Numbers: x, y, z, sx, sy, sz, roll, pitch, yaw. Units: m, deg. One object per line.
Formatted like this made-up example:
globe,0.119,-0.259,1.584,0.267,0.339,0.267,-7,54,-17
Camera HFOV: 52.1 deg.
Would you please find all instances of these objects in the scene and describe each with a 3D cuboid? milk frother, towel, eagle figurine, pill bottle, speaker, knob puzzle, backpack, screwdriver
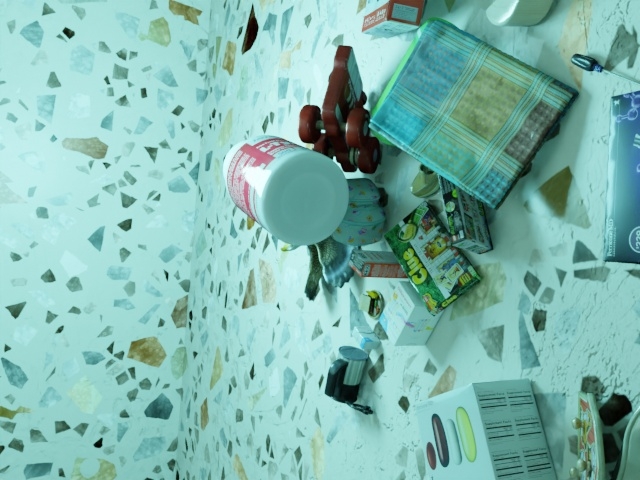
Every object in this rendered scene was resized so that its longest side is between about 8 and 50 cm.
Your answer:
milk frother,0.093,0.376,1.743,0.143,0.129,0.135,17,107,17
towel,0.287,-0.265,1.321,0.370,0.040,0.272,42,108,35
eagle figurine,-0.010,0.006,1.921,0.298,0.225,0.226,59,-169,3
pill bottle,-0.111,-0.147,1.689,0.407,0.228,0.229,34,116,60
speaker,0.226,-0.366,1.542,0.297,0.131,0.131,-59,38,41
knob puzzle,0.422,0.341,1.046,0.213,0.029,0.213,2,-90,-77
backpack,0.086,-0.076,1.720,0.188,0.165,0.144,-115,32,-43
screwdriver,0.495,-0.291,1.129,0.170,0.025,0.024,54,132,52

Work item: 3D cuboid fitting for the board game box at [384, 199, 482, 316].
board game box,0.248,0.035,1.487,0.136,0.030,0.260,-44,44,17

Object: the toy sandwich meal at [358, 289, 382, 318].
toy sandwich meal,0.134,0.169,1.742,0.085,0.029,0.086,-14,74,61

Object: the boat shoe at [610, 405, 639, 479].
boat shoe,0.501,0.330,0.966,0.112,0.095,0.335,29,109,35

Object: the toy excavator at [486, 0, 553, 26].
toy excavator,0.384,-0.703,1.253,0.445,0.222,0.433,105,153,-48

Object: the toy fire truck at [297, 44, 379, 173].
toy fire truck,0.072,-0.330,1.737,0.169,0.302,0.254,8,68,20

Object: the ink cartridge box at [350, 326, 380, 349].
ink cartridge box,0.117,0.254,1.741,0.083,0.048,0.028,52,130,52

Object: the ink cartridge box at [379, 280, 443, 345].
ink cartridge box,0.215,0.163,1.524,0.092,0.089,0.143,60,137,47

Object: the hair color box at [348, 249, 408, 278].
hair color box,0.148,0.058,1.610,0.072,0.141,0.043,47,127,55

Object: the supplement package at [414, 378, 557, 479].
supplement package,0.309,0.389,1.253,0.194,0.149,0.203,-42,51,53

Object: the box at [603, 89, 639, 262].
box,0.528,-0.093,0.962,0.184,0.103,0.261,179,94,-65

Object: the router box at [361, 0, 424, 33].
router box,0.191,-0.660,1.581,0.335,0.082,0.301,-116,35,-76

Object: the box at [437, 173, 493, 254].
box,0.300,-0.081,1.370,0.036,0.114,0.207,-24,63,37

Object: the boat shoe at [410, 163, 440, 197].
boat shoe,0.255,-0.163,1.513,0.190,0.072,0.068,-48,45,49
